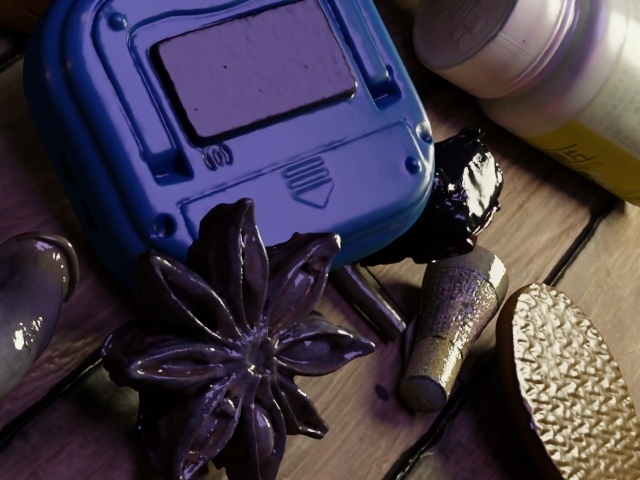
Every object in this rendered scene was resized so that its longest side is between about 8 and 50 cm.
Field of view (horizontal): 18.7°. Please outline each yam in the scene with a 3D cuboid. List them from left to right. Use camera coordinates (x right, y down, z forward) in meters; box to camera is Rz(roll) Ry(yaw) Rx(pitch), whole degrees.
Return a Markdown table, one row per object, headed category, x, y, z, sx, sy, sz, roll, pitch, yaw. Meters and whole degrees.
| category | x | y | z | sx | sy | sz | roll | pitch | yaw |
| --- | --- | --- | --- | --- | --- | --- | --- | --- | --- |
| yam | -0.001 | 0.001 | 1.829 | 0.234 | 0.029 | 0.027 | 50 | -12 | -2 |

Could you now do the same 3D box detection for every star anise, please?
| category | x | y | z | sx | sy | sz | roll | pitch | yaw |
| --- | --- | --- | --- | --- | --- | --- | --- | --- | --- |
| star anise | -0.077 | 0.088 | 1.526 | 0.223 | 0.109 | 0.236 | -36 | 116 | -37 |

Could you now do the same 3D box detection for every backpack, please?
| category | x | y | z | sx | sy | sz | roll | pitch | yaw |
| --- | --- | --- | --- | --- | --- | --- | --- | --- | --- |
| backpack | 0.092 | -0.029 | 1.850 | 0.106 | 0.165 | 0.120 | 54 | 46 | -13 |

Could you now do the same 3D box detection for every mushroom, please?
| category | x | y | z | sx | sy | sz | roll | pitch | yaw |
| --- | --- | --- | --- | --- | --- | --- | --- | --- | --- |
| mushroom | -0.238 | 0.062 | 1.410 | 0.223 | 0.092 | 0.081 | -49 | 141 | -56 |

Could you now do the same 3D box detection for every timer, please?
| category | x | y | z | sx | sy | sz | roll | pitch | yaw |
| --- | --- | --- | --- | --- | --- | --- | --- | --- | --- |
| timer | -0.069 | -0.110 | 1.667 | 0.340 | 0.115 | 0.309 | -22 | 83 | -34 |

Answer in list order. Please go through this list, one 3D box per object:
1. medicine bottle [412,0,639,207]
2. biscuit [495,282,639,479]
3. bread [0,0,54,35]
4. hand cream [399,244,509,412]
| category | x | y | z | sx | sy | sz | roll | pitch | yaw |
| --- | --- | --- | --- | --- | --- | --- | --- | --- | --- |
| medicine bottle | 0.305 | -0.198 | 2.256 | 0.379 | 0.213 | 0.213 | 28 | 37 | -32 |
| biscuit | 0.246 | 0.164 | 1.923 | 0.262 | 0.037 | 0.262 | 39 | 38 | -39 |
| bread | -0.261 | -0.241 | 1.674 | 0.200 | 0.116 | 0.077 | 15 | 39 | -43 |
| hand cream | 0.120 | 0.090 | 1.853 | 0.084 | 0.084 | 0.203 | 41 | 39 | -14 |
